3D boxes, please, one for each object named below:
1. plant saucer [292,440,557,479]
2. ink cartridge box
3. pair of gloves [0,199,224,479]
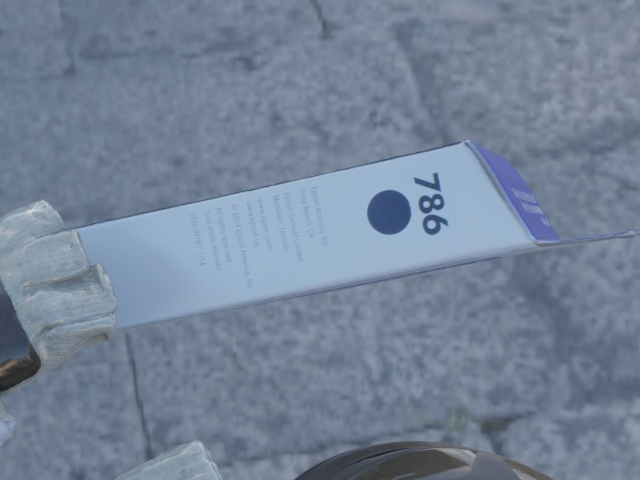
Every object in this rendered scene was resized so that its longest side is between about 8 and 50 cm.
[{"bbox_3d":[0.087,0.212,0.809,0.278,0.041,0.278,17,45,-17],"label":"plant saucer"},{"bbox_3d":[0.000,0.000,0.858,0.332,0.065,0.165,-10,-2,11],"label":"ink cartridge box"},{"bbox_3d":[-0.159,0.103,0.706,0.204,0.042,0.240,-29,61,-10],"label":"pair of gloves"}]
